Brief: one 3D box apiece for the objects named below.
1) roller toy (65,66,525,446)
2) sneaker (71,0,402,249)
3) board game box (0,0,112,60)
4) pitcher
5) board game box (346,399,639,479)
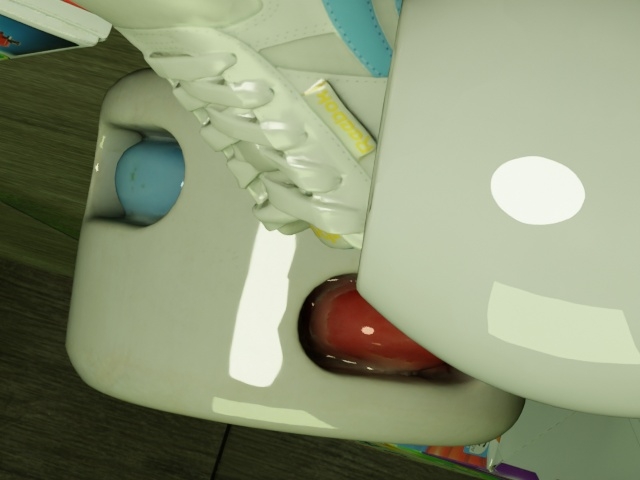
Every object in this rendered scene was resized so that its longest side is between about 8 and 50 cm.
[{"bbox_3d":[0.000,0.000,0.777,0.209,0.146,0.191,9,-179,16],"label":"roller toy"},{"bbox_3d":[-0.001,-0.049,0.594,0.229,0.092,0.087,22,173,-34],"label":"sneaker"},{"bbox_3d":[-0.210,-0.119,0.692,0.193,0.053,0.305,20,173,-27],"label":"board game box"},{"bbox_3d":[0.116,0.002,0.535,0.207,0.125,0.178,10,153,0],"label":"pitcher"},{"bbox_3d":[0.114,0.085,1.237,0.144,0.142,0.275,19,173,-25],"label":"board game box"}]
